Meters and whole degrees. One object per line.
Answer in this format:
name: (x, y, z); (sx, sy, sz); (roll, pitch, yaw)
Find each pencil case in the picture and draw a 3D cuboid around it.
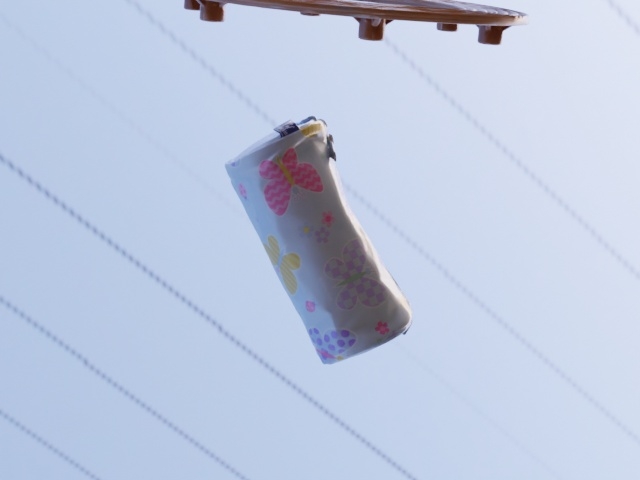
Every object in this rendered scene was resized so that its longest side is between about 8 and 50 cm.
pencil case: (0.000, 0.000, 1.650); (0.124, 0.113, 0.273); (-28, -84, -31)

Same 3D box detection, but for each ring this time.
ring: (0.016, -0.203, 1.307); (0.336, 0.336, 0.032); (-5, -75, -38)
